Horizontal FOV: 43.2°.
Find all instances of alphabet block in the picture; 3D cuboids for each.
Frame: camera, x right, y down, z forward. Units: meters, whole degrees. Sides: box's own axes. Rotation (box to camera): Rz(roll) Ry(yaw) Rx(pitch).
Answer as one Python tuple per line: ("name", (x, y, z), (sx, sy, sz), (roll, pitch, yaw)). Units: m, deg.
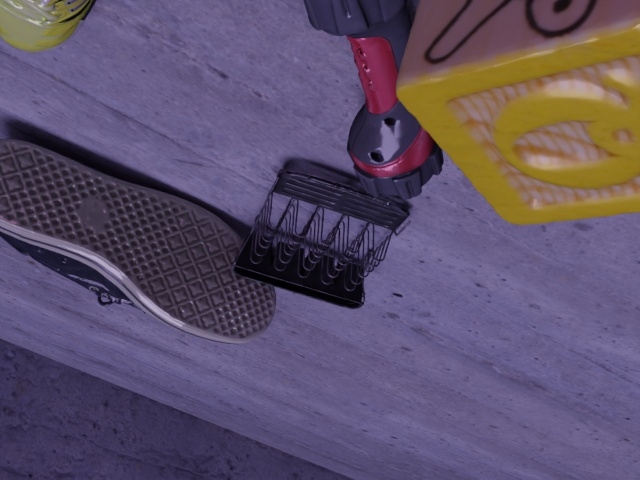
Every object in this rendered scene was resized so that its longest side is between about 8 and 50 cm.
("alphabet block", (0.194, -0.147, 0.586), (0.192, 0.197, 0.193), (-7, 146, 42))

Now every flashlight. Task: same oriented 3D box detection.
("flashlight", (0.049, -0.157, 0.773), (0.103, 0.103, 0.304), (9, 155, 23))

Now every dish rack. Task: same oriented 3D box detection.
("dish rack", (0.000, 0.000, 1.139), (0.208, 0.074, 0.271), (16, 154, -10))

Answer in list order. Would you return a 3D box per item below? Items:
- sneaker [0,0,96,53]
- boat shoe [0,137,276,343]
("sneaker", (-0.255, -0.261, 0.699), (0.145, 0.147, 0.384), (23, 155, -16))
("boat shoe", (-0.296, 0.008, 1.242), (0.500, 0.187, 0.156), (27, 161, -14))
